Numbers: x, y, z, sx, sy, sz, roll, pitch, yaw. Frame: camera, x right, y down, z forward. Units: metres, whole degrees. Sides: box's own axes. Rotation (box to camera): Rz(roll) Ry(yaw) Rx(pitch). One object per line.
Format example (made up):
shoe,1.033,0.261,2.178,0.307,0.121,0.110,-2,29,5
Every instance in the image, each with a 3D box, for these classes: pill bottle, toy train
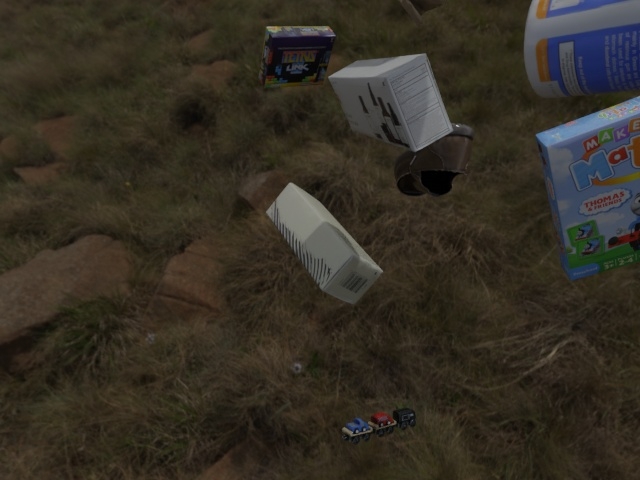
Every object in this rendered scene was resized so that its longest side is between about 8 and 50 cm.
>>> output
pill bottle,0.414,-0.266,0.573,0.271,0.152,0.152,10,48,43
toy train,0.102,0.308,0.780,0.158,0.036,0.027,1,1,-35

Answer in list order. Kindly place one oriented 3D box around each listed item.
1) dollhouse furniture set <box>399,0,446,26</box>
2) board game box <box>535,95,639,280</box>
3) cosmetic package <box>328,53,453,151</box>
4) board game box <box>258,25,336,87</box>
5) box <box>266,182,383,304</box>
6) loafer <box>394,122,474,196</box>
dollhouse furniture set,0.209,-0.734,0.924,0.362,0.394,0.257,-37,33,26
board game box,0.357,-0.059,0.546,0.160,0.212,0.039,-20,33,16
cosmetic package,0.083,-0.192,0.636,0.060,0.099,0.239,-28,23,-4
board game box,-0.060,-0.456,1.156,0.170,0.141,0.048,-13,59,-24
box,0.000,0.000,0.956,0.094,0.113,0.275,-50,44,10
loafer,0.276,-0.174,1.203,0.133,0.366,0.130,6,78,-4
